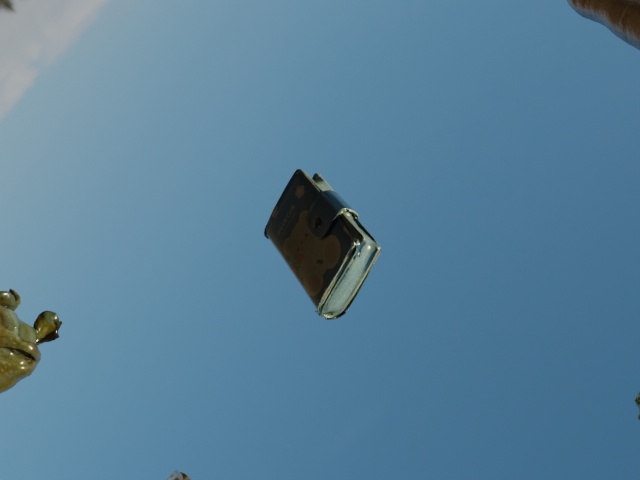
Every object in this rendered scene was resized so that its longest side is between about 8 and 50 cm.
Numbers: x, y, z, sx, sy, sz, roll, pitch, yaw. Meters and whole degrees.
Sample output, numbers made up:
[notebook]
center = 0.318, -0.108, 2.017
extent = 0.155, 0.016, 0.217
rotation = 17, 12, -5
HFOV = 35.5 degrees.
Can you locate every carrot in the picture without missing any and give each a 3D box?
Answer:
[carrot]
center = 0.250, -0.179, 0.802
extent = 0.043, 0.043, 0.248
rotation = -46, -157, 10

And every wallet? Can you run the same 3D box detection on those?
[wallet]
center = 0.001, 0.000, 1.438
extent = 0.141, 0.059, 0.202
rotation = -62, -140, 24

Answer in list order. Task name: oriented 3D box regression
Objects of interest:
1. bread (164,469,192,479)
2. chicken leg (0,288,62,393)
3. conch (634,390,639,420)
[bread]
center = -0.165, 0.408, 1.056
extent = 0.314, 0.191, 0.370
rotation = -58, -178, -2
[chicken leg]
center = -0.469, 0.190, 1.044
extent = 0.429, 0.201, 0.153
rotation = -33, -172, -9
[conch]
center = 0.396, 0.192, 1.122
extent = 0.074, 0.089, 0.121
rotation = -48, 175, 41
